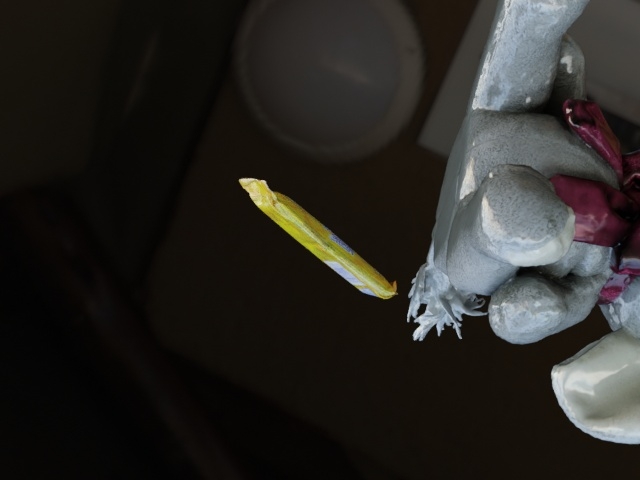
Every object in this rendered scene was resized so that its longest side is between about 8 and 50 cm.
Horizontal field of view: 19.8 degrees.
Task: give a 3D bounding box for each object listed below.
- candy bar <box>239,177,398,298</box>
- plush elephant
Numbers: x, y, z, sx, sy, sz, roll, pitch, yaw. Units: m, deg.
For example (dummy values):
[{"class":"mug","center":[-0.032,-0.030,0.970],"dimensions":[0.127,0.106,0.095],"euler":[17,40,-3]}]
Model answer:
[{"class":"candy bar","center":[0.000,0.000,1.423],"dimensions":[0.161,0.018,0.040],"euler":[39,162,-31]},{"class":"plush elephant","center":[0.221,-0.006,1.356],"dimensions":[0.255,0.330,0.272],"euler":[13,-128,-4]}]
